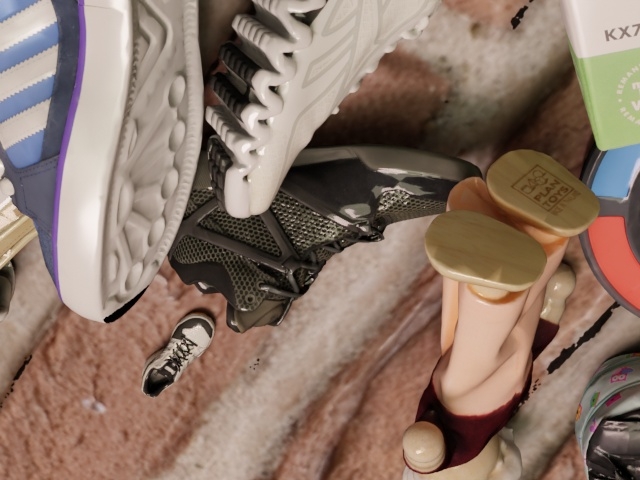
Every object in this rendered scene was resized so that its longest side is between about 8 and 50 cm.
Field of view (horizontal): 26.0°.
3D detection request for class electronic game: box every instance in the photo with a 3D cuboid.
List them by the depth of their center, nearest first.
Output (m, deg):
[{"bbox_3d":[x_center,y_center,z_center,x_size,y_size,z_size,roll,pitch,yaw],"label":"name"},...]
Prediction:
[{"bbox_3d":[0.294,-0.026,0.968,0.229,0.048,0.229,2,122,3],"label":"electronic game"}]

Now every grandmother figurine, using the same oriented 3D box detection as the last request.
[{"bbox_3d":[0.114,0.087,0.988,0.104,0.208,0.342,42,148,26],"label":"grandmother figurine"}]

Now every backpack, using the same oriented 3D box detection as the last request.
[{"bbox_3d":[0.284,0.152,1.043,0.182,0.115,0.152,0,111,6],"label":"backpack"}]

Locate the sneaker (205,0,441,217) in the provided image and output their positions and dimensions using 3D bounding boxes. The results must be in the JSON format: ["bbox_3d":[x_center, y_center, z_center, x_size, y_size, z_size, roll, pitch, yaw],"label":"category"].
[{"bbox_3d":[0.012,-0.140,0.870,0.118,0.110,0.292,16,109,-22],"label":"sneaker"}]

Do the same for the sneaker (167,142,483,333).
[{"bbox_3d":[0.000,0.000,0.957,0.228,0.087,0.130,-3,79,9],"label":"sneaker"}]

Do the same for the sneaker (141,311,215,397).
[{"bbox_3d":[-0.111,0.092,1.085,0.032,0.037,0.083,33,118,-13],"label":"sneaker"}]

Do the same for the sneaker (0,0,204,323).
[{"bbox_3d":[-0.205,-0.123,0.894,0.236,0.130,0.322,17,119,20],"label":"sneaker"}]

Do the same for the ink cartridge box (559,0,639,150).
[{"bbox_3d":[0.220,-0.243,0.785,0.207,0.119,0.353,-12,123,12],"label":"ink cartridge box"}]

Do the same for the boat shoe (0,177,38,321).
[{"bbox_3d":[-0.279,0.034,1.018,0.103,0.113,0.302,34,118,-9],"label":"boat shoe"}]
